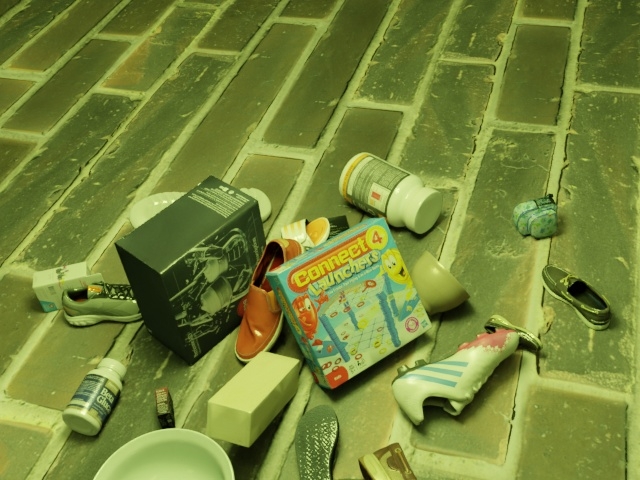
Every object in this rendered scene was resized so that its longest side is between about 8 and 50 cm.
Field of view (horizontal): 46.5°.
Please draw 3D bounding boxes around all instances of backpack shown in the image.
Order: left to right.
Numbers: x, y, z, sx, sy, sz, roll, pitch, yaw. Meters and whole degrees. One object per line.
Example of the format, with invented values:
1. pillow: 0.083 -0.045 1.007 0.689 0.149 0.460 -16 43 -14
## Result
1. backpack: 0.594 -0.061 2.054 0.114 0.105 0.084 -12 42 3

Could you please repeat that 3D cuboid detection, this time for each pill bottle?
1. pill bottle: -0.528 0.365 1.762 0.094 0.094 0.169 8 45 16
2. pill bottle: 0.201 -0.135 2.143 0.278 0.162 0.162 31 55 34

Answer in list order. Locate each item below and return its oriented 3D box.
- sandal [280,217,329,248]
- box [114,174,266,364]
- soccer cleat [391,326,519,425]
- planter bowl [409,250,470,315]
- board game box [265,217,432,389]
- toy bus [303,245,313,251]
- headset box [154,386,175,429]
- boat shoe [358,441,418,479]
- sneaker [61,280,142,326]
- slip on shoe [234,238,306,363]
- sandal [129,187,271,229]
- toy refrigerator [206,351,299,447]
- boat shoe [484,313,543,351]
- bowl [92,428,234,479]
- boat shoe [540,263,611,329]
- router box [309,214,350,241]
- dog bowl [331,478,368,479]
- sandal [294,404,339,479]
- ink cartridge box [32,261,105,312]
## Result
1. sandal: -0.097 0.011 2.031 0.265 0.076 0.102 -31 41 8
2. box: -0.298 0.074 1.860 0.179 0.343 0.312 30 55 32
3. soccer cleat: 0.326 0.316 1.703 0.331 0.116 0.143 -21 61 -11
4. planter bowl: 0.283 0.120 1.883 0.109 0.162 0.162 -43 49 1
5. board game box: 0.072 0.144 1.774 0.308 0.301 0.086 -29 10 -21
6. toy bus: 0.043 0.085 1.959 0.211 0.149 0.220 -26 42 -37
7. headset box: -0.363 0.389 1.738 0.032 0.062 0.083 -13 44 -7
8. boat shoe: 0.206 0.536 1.467 0.123 0.123 0.342 -25 40 -16
9. sneaker: -0.554 0.156 1.980 0.272 0.108 0.100 -9 41 -4
10. slip on shoe: -0.140 0.144 1.850 0.123 0.101 0.331 20 86 39
11. sandal: -0.348 -0.057 2.193 0.417 0.102 0.169 -6 57 -17
12. toy refrigerator: -0.144 0.349 1.656 0.102 0.094 0.269 10 19 17
13. boat shoe: 0.464 0.233 1.801 0.049 0.056 0.152 -39 42 -23
14. bowl: -0.311 0.545 1.513 0.298 0.134 0.297 -4 42 4
15. boat shoe: 0.643 0.125 1.874 0.081 0.068 0.227 -24 46 -17
16. router box: 0.000 0.000 2.112 0.179 0.046 0.133 -10 44 -2
17. dog bowl: 0.062 0.630 1.278 0.408 0.150 0.407 -11 59 19
18. sandal: -0.007 0.479 1.611 0.097 0.054 0.254 -6 52 12
19. ink cartridge box: -0.676 0.123 2.032 0.181 0.104 0.061 -12 44 -6
